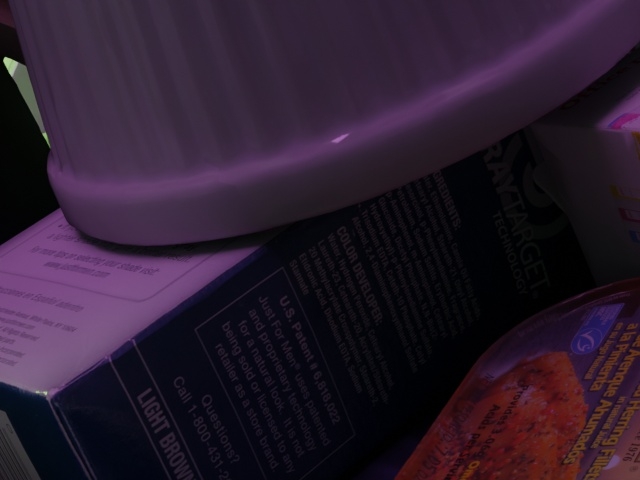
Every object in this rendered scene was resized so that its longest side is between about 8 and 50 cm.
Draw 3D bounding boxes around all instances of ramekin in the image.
[{"bbox_3d":[-0.004,-0.118,0.673,0.273,0.127,0.273,-20,21,8],"label":"ramekin"}]

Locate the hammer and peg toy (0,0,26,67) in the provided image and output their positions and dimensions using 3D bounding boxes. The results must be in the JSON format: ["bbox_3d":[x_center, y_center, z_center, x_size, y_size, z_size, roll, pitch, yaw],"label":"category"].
[{"bbox_3d":[-0.127,-0.169,0.917,0.266,0.361,0.127,-80,17,-48],"label":"hammer and peg toy"}]

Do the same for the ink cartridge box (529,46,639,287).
[{"bbox_3d":[0.156,-0.025,0.615,0.092,0.090,0.143,-32,20,-20],"label":"ink cartridge box"}]

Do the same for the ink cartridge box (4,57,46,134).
[{"bbox_3d":[-0.261,-0.100,1.218,0.218,0.092,0.158,-11,47,33],"label":"ink cartridge box"}]

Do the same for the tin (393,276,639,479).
[{"bbox_3d":[0.083,0.073,0.532,0.106,0.040,0.189,-14,22,38],"label":"tin"}]

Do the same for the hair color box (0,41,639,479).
[{"bbox_3d":[0.000,0.000,0.708,0.347,0.105,0.174,-36,25,-29],"label":"hair color box"}]

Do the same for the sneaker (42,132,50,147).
[{"bbox_3d":[-0.104,-0.063,1.052,0.094,0.080,0.212,-25,15,-38],"label":"sneaker"}]

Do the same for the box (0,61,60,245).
[{"bbox_3d":[-0.479,-0.088,0.950,0.480,0.471,0.297,-16,20,23],"label":"box"}]
